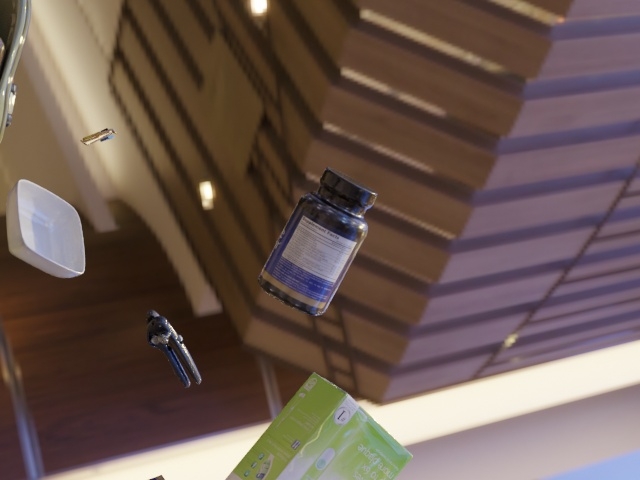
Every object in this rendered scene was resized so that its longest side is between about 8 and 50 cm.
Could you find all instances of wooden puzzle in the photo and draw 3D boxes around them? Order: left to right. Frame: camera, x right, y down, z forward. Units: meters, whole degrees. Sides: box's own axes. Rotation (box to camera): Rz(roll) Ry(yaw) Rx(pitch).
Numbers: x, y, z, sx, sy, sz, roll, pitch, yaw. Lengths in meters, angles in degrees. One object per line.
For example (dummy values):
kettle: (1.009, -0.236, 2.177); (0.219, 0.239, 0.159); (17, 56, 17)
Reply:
wooden puzzle: (-0.452, -0.213, 2.595); (0.116, 0.079, 0.014); (158, -89, -80)

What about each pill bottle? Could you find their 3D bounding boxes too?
pill bottle: (0.000, 0.000, 2.032); (0.123, 0.123, 0.219); (37, -79, 52)

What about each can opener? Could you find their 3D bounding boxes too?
can opener: (-0.287, 0.218, 2.516); (0.186, 0.059, 0.073); (60, 25, -26)

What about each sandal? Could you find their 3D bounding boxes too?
sandal: (-0.434, -0.240, 1.576); (0.120, 0.086, 0.302); (3, -95, 24)

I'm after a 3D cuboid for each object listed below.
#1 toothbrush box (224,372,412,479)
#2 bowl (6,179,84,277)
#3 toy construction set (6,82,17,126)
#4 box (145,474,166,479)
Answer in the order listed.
toothbrush box: (-0.012, 0.408, 2.198); (0.206, 0.283, 0.122); (47, -11, -31)
bowl: (-0.433, -0.011, 1.972); (0.053, 0.142, 0.142); (-30, -128, 24)
toy construction set: (-0.642, -0.234, 2.129); (0.328, 0.215, 0.151); (19, -87, 50)
box: (-0.354, 0.468, 2.051); (0.036, 0.225, 0.136); (46, -40, 44)
